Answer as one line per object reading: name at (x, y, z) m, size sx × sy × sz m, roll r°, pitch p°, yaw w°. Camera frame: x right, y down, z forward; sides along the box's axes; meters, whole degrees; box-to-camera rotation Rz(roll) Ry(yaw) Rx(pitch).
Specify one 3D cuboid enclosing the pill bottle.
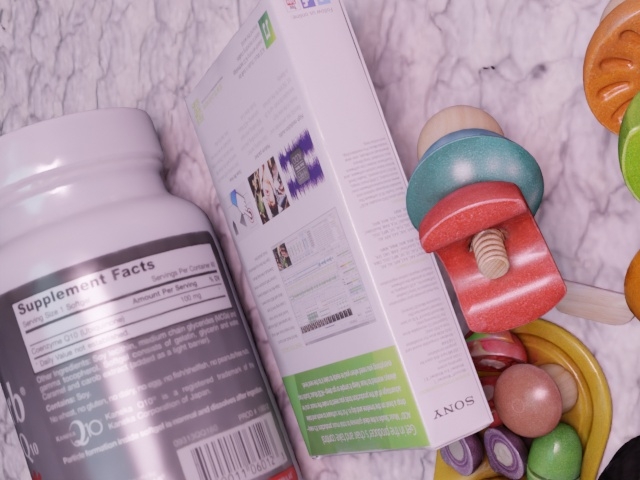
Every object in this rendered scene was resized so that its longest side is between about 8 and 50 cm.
pill bottle at (-0.164, 0.088, 0.942) m, size 0.210 × 0.210 × 0.363 m, roll -24°, pitch 83°, yaw 38°

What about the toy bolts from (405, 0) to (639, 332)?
toy bolts at (0.171, -0.038, 0.717) m, size 0.228 × 0.158 × 0.218 m, roll -19°, pitch 127°, yaw 10°

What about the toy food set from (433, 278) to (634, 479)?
toy food set at (0.135, 0.128, 0.806) m, size 0.128 × 0.071 × 0.218 m, roll 22°, pitch 111°, yaw 33°

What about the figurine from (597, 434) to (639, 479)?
figurine at (0.180, 0.252, 0.707) m, size 0.092 × 0.209 × 0.215 m, roll 15°, pitch 108°, yaw 35°

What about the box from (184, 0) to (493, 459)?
box at (0.000, 0.000, 0.836) m, size 0.232 × 0.058 × 0.322 m, roll -29°, pitch 78°, yaw 66°
